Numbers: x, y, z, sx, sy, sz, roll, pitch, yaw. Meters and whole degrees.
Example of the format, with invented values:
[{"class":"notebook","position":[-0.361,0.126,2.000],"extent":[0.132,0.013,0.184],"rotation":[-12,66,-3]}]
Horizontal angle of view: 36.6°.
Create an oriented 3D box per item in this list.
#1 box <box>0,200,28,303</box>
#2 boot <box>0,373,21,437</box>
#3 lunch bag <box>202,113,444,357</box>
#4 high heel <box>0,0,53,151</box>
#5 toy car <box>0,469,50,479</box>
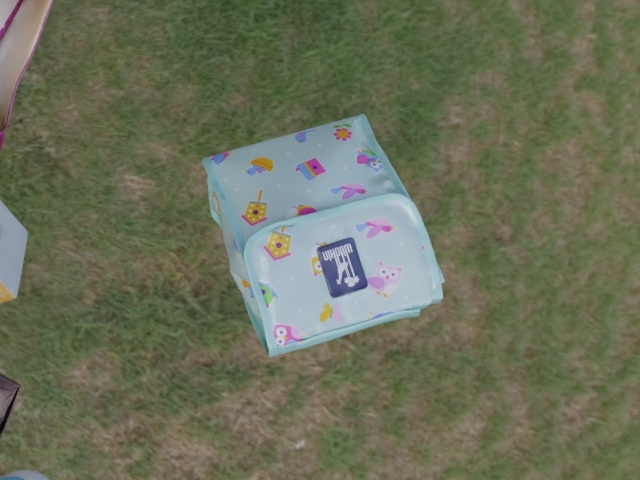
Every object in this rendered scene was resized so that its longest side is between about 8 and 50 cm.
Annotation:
[{"class":"box","position":[-0.731,0.027,1.706],"extent":[0.215,0.345,0.168],"rotation":[61,16,-45]},{"class":"boot","position":[-0.528,0.168,1.416],"extent":[0.207,0.090,0.248],"rotation":[22,98,4]},{"class":"lunch bag","position":[0.000,0.000,1.148],"extent":[0.223,0.262,0.160],"rotation":[-16,144,-11]},{"class":"high heel","position":[-0.232,-0.140,0.709],"extent":[0.082,0.117,0.244],"rotation":[43,36,-49]},{"class":"toy car","position":[-0.465,0.432,1.508],"extent":[0.238,0.210,0.219],"rotation":[-38,126,-61]}]
